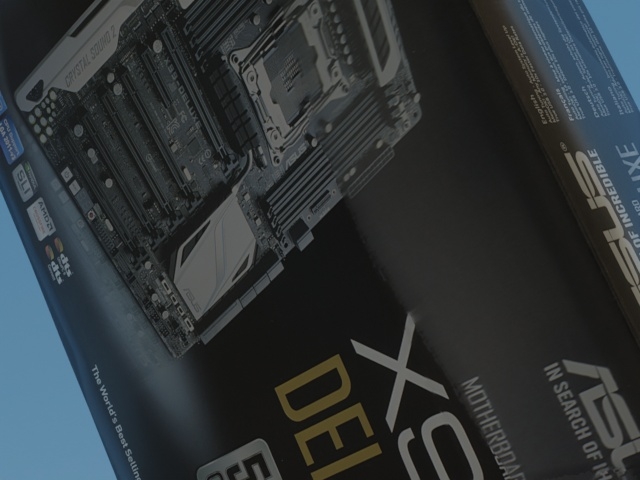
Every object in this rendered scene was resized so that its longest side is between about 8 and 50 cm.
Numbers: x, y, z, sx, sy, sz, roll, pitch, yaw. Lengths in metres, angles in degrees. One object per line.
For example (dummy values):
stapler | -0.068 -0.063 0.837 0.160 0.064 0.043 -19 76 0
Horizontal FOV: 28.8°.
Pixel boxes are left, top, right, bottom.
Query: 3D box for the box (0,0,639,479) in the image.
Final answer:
box | 0.000 0.000 0.462 0.077 0.242 0.307 -12 -105 -49
